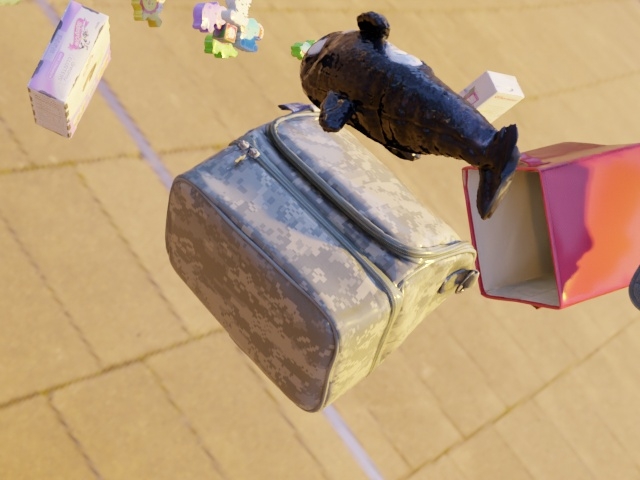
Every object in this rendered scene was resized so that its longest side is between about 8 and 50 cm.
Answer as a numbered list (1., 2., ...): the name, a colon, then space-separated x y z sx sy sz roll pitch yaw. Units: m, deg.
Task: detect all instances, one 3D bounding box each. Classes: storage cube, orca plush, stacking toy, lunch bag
1. storage cube: 0.332 -0.026 1.762 0.193 0.184 0.214 -16 100 -26
2. orca plush: 0.051 -0.103 1.170 0.102 0.151 0.287 -29 54 -21
3. stacking toy: -0.123 -0.291 1.740 0.221 0.167 0.052 18 81 -56
4. lunch bag: 0.000 0.000 1.497 0.256 0.212 0.305 -32 65 -31

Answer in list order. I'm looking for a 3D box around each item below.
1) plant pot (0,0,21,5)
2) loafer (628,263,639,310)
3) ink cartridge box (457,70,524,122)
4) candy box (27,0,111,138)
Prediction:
1. plant pot: -0.433 -0.434 1.499 0.290 0.195 0.290 30 17 -10
2. loafer: 0.508 0.005 1.636 0.096 0.267 0.084 50 6 28
3. ink cartridge box: 0.306 -0.260 2.420 0.089 0.122 0.052 3 60 -45
4. candy box: -0.410 -0.278 2.124 0.070 0.196 0.164 24 75 -2
